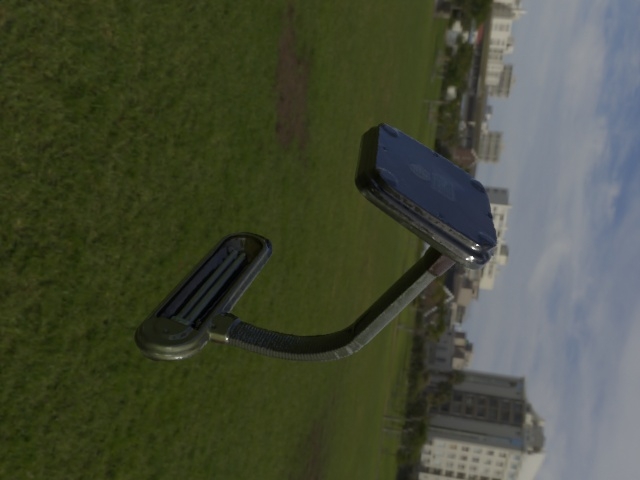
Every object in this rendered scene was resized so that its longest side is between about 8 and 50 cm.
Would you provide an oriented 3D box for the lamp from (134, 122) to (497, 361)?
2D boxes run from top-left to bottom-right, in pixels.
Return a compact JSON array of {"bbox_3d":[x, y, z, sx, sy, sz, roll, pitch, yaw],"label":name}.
[{"bbox_3d":[0.003,0.006,0.588,0.124,0.283,0.203,46,29,-19],"label":"lamp"}]
